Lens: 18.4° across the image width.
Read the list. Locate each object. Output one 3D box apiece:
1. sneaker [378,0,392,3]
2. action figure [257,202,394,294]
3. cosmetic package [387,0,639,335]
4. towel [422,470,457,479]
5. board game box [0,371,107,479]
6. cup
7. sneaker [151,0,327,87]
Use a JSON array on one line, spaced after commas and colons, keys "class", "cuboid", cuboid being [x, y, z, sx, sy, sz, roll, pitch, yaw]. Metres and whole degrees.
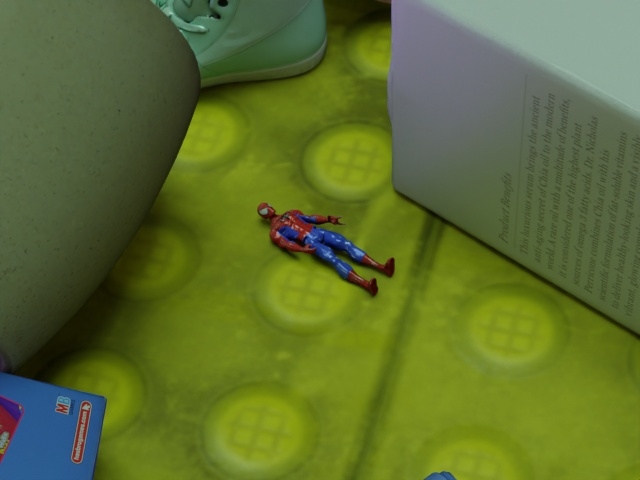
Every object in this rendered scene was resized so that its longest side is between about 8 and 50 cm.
[{"class": "sneaker", "cuboid": [0.018, -0.261, 1.651, 0.095, 0.104, 0.236, -53, 35, 11]}, {"class": "action figure", "cuboid": [0.000, 0.000, 1.479, 0.115, 0.030, 0.038, 27, 63, 24]}, {"class": "cosmetic package", "cuboid": [0.271, -0.048, 1.376, 0.453, 0.230, 0.161, 32, 59, 24]}, {"class": "towel", "cuboid": [0.036, 0.314, 1.198, 0.336, 0.040, 0.243, -36, 68, -23]}, {"class": "board game box", "cuboid": [-0.277, 0.230, 1.229, 0.233, 0.078, 0.347, 16, 51, -12]}, {"class": "cup", "cuboid": [-0.265, -0.037, 1.358, 0.331, 0.331, 0.237, 6, 64, 8]}, {"class": "sneaker", "cuboid": [-0.124, -0.182, 1.550, 0.256, 0.151, 0.094, -14, 54, -7]}]
